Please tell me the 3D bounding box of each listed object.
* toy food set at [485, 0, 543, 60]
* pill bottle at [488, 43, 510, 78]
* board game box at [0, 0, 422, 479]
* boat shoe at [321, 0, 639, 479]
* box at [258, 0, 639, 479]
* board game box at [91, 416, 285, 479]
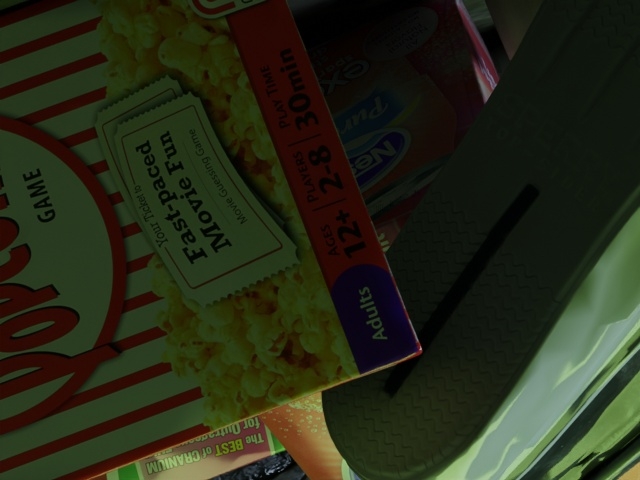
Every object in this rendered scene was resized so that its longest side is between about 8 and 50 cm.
[{"bbox_3d":[0.162,-0.098,0.582,0.232,0.104,0.111,-16,173,-44],"label":"toy food set"},{"bbox_3d":[0.113,-0.035,0.779,0.272,0.152,0.152,-22,175,12],"label":"pill bottle"},{"bbox_3d":[-0.084,0.003,0.425,0.194,0.146,0.045,-21,175,-3],"label":"board game box"},{"bbox_3d":[0.135,-0.038,0.464,0.119,0.121,0.335,24,113,-45],"label":"boat shoe"},{"bbox_3d":[0.062,0.052,0.651,0.154,0.142,0.300,-22,130,14],"label":"box"},{"bbox_3d":[-0.171,0.092,0.848,0.317,0.064,0.242,-20,-154,-5],"label":"board game box"}]
